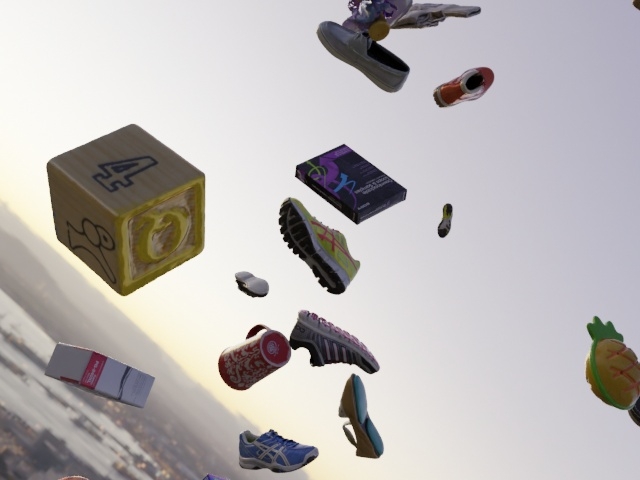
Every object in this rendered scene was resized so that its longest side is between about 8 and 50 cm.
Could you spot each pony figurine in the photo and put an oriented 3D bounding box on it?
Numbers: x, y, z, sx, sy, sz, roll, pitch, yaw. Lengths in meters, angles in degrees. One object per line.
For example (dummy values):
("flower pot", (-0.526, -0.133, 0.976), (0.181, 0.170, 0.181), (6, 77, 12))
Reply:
("pony figurine", (0.139, -0.563, 1.820), (0.303, 0.351, 0.364), (50, 24, -32))

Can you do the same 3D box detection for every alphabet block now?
("alphabet block", (-0.333, -0.056, 1.514), (0.197, 0.193, 0.192), (36, -39, 27))

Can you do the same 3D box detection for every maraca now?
("maraca", (0.553, 0.232, 1.658), (0.127, 0.186, 0.099), (21, -38, -34))

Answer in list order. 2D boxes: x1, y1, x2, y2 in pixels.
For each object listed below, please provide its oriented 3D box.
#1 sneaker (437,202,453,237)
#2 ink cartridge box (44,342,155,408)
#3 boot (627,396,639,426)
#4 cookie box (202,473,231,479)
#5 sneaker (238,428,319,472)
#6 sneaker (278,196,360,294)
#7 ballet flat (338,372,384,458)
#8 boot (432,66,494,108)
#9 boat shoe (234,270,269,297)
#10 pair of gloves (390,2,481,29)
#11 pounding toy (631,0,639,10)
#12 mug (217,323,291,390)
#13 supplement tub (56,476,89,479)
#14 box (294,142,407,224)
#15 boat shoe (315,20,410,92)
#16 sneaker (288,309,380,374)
("sneaker", (0.297, -0.046, 2.050), (0.031, 0.083, 0.035), (16, 5, 17))
("ink cartridge box", (-0.382, 0.237, 1.521), (0.109, 0.063, 0.150), (2, -24, 41))
("boot", (0.855, 0.254, 1.975), (0.138, 0.377, 0.284), (54, -6, 35))
("cookie box", (-0.185, 0.452, 1.475), (0.091, 0.107, 0.040), (32, 16, -41))
("sneaker", (-0.101, 0.471, 1.965), (0.211, 0.080, 0.081), (-7, -83, 27))
("sneaker", (0.000, 0.000, 1.673), (0.209, 0.094, 0.081), (56, -38, -4))
("ballet flat", (0.075, 0.389, 1.897), (0.073, 0.080, 0.232), (-8, -62, 20))
("boot", (0.292, -0.297, 1.645), (0.084, 0.158, 0.059), (-21, -82, 53))
("boat shoe", (-0.143, 0.100, 1.832), (0.125, 0.046, 0.038), (24, -54, 52))
("pair of gloves", (0.237, -0.536, 2.074), (0.204, 0.240, 0.042), (13, -61, 45))
("pounding toy", (0.469, -0.500, 1.358), (0.269, 0.154, 0.155), (42, 26, -7))
("mug", (-0.157, 0.264, 2.076), (0.169, 0.113, 0.150), (-33, -118, 45))
("supplement tub", (-0.432, 0.605, 1.664), (0.193, 0.193, 0.316), (30, -31, 44))
("box", (0.051, -0.098, 1.485), (0.162, 0.116, 0.029), (40, -39, 30))
("boat shoe", (0.098, -0.414, 1.886), (0.227, 0.079, 0.081), (36, -40, -3))
("sneaker", (0.018, 0.181, 1.427), (0.170, 0.075, 0.063), (33, 5, -18))
